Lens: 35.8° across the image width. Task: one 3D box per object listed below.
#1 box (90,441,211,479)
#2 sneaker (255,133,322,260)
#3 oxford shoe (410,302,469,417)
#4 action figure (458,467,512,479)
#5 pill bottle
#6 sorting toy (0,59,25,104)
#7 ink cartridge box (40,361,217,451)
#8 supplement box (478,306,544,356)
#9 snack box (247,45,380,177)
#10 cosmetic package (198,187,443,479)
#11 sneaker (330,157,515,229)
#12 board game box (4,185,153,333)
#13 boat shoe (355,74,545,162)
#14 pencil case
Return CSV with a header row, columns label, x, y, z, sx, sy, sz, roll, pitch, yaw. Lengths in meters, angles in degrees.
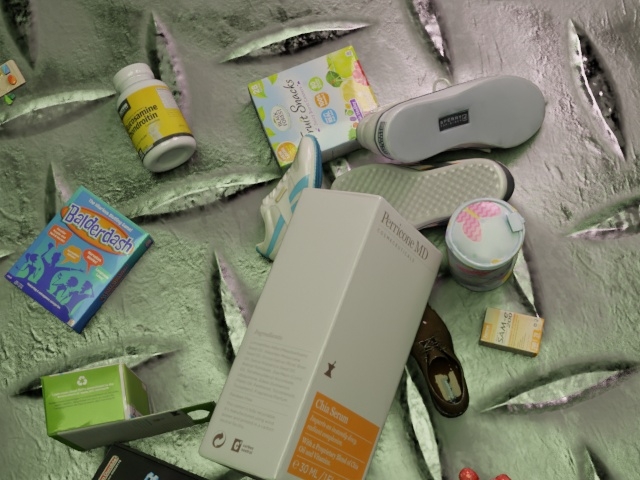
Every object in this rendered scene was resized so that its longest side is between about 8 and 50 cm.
label,x,y,z,sx,sy,sz,roll,pitch,yaw
box,-0.279,0.478,1.487,0.293,0.073,0.295,11,61,39
sneaker,-0.051,-0.072,1.702,0.092,0.087,0.229,13,96,8
oxford shoe,0.187,0.177,1.640,0.083,0.096,0.227,-27,72,-4
action figure,0.309,0.448,1.563,0.280,0.139,0.091,43,76,-9
pill bottle,-0.303,-0.223,1.779,0.103,0.103,0.184,-27,74,-6
sorting toy,-0.587,-0.295,1.860,0.062,0.012,0.083,-31,74,-7
ink cartridge box,-0.292,0.256,1.588,0.255,0.189,0.097,-12,71,-3
supplement box,0.321,0.154,1.671,0.098,0.036,0.062,12,73,6
snack box,-0.005,-0.231,1.787,0.207,0.070,0.174,-22,74,-3
cosmetic package,0.012,0.170,1.559,0.161,0.230,0.453,8,71,38
sneaker,0.180,-0.076,1.712,0.321,0.127,0.126,-2,90,27
board game box,-0.421,0.032,1.735,0.160,0.047,0.210,34,76,12
boat shoe,0.218,-0.210,1.735,0.367,0.156,0.136,-18,109,-29
pencil case,0.264,0.011,1.599,0.124,0.273,0.113,-5,79,8
